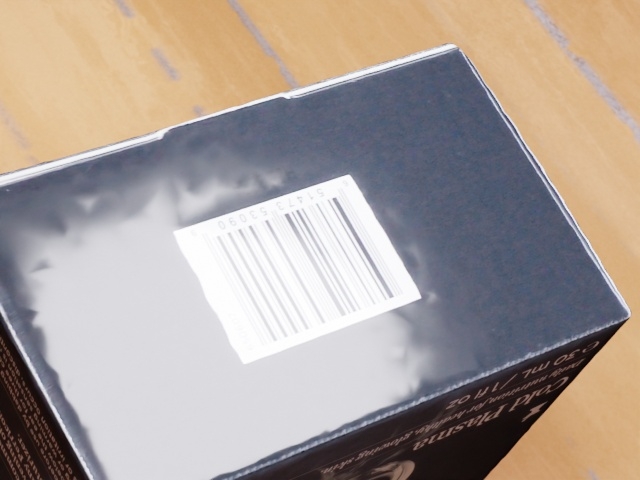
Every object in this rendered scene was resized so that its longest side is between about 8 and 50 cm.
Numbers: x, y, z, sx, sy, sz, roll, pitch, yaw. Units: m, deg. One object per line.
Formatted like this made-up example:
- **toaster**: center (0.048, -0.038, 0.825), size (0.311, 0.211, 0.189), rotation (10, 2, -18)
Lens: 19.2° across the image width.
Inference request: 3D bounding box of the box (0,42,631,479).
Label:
- **box**: center (-0.079, 0.130, 1.602), size (0.480, 0.472, 0.297), rotation (-19, 69, -29)
